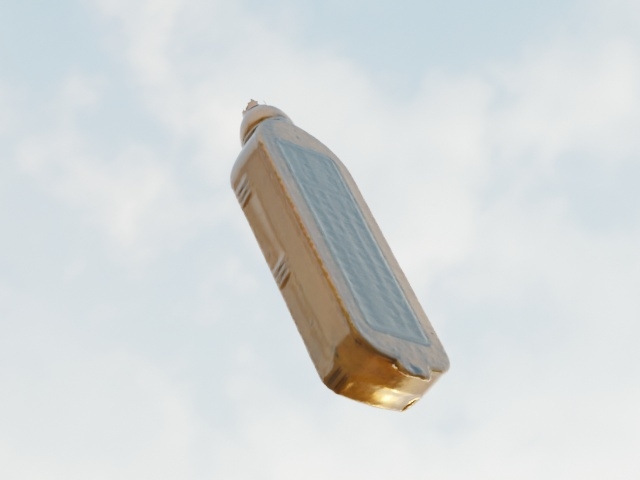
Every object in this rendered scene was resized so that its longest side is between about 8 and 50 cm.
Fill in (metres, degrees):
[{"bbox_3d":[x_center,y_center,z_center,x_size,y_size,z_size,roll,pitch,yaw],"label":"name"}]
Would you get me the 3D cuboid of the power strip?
[{"bbox_3d":[0.000,0.000,0.765,0.049,0.178,0.028,18,-59,-36],"label":"power strip"}]
